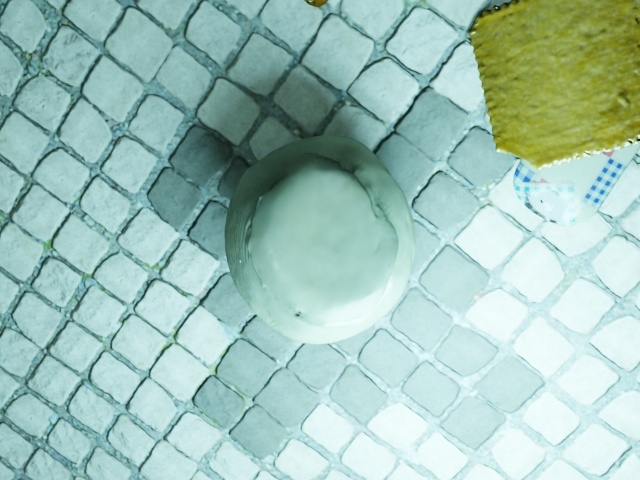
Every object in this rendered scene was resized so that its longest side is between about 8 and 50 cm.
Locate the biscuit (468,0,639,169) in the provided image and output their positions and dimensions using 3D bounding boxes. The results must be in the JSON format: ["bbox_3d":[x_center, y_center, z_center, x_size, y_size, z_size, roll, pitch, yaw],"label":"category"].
[{"bbox_3d":[0.315,-0.216,1.161,0.237,0.013,0.232,-15,84,33],"label":"biscuit"}]

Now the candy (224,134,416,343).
[{"bbox_3d":[0.000,0.000,1.278,0.296,0.185,0.295,0,90,14],"label":"candy"}]

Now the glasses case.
[{"bbox_3d":[0.373,-0.169,1.189,0.125,0.076,0.327,31,111,7],"label":"glasses case"}]

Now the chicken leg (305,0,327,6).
[{"bbox_3d":[0.066,-0.380,1.199,0.252,0.087,0.107,-7,124,8],"label":"chicken leg"}]
